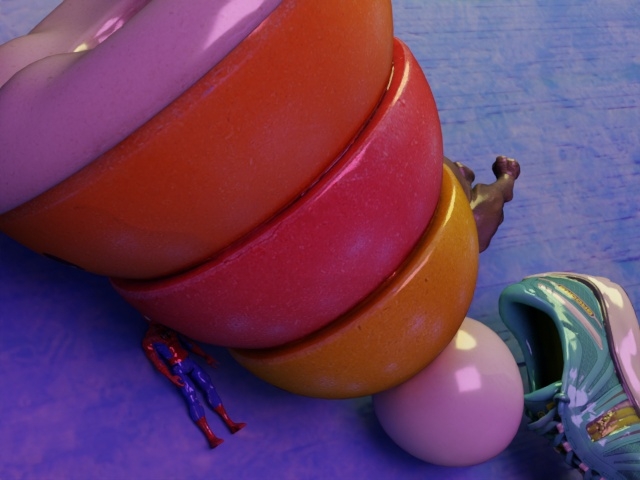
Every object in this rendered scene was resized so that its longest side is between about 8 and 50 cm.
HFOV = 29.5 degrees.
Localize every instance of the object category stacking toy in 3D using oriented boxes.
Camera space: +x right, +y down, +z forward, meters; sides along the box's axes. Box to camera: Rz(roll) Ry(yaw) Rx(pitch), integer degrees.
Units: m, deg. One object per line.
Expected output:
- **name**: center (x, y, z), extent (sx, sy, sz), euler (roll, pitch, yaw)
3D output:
- **stacking toy**: center (0.000, 0.000, 0.874), extent (0.480, 0.351, 0.350), euler (50, 52, -22)

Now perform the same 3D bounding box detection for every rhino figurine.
- **rhino figurine**: center (0.058, -0.066, 1.041), extent (0.243, 0.073, 0.106), euler (26, 54, -17)

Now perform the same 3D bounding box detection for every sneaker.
- **sneaker**: center (0.213, 0.152, 0.980), extent (0.110, 0.107, 0.275), euler (3, 56, -30)

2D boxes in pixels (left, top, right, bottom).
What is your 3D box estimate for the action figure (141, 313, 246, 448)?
- **action figure**: center (-0.098, 0.097, 0.902), extent (0.038, 0.030, 0.115), euler (-33, 86, -32)
